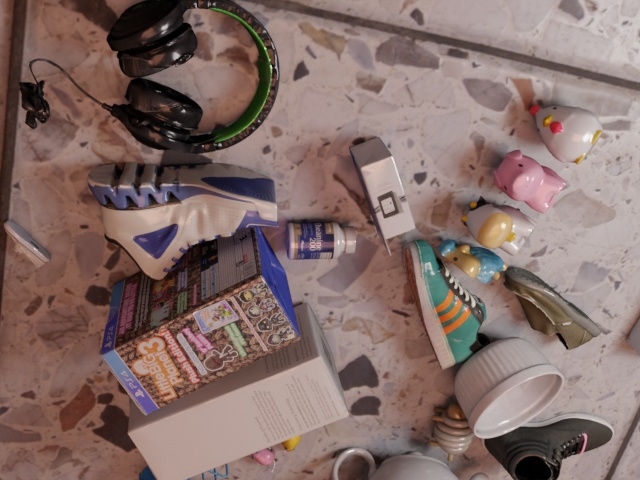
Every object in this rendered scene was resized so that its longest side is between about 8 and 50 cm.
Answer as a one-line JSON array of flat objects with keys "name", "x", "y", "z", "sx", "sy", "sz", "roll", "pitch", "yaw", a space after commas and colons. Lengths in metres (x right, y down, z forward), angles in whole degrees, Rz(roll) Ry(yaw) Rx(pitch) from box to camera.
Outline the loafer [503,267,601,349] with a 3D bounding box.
[{"name": "loafer", "x": 0.440, "y": 0.142, "z": 1.553, "sx": 0.251, "sy": 0.094, "sz": 0.087, "roll": 35, "pitch": 102, "yaw": -22}]

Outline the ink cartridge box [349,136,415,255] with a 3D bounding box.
[{"name": "ink cartridge box", "x": 0.112, "y": -0.076, "z": 1.390, "sx": 0.060, "sy": 0.104, "sz": 0.180, "roll": -21, "pitch": 118, "yaw": 0}]

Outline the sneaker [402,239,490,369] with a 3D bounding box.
[{"name": "sneaker", "x": 0.240, "y": 0.108, "z": 1.505, "sx": 0.121, "sy": 0.108, "sz": 0.302, "roll": -22, "pitch": 125, "yaw": 1}]

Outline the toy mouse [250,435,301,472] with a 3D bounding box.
[{"name": "toy mouse", "x": -0.113, "y": 0.411, "z": 1.631, "sx": 0.143, "sy": 0.031, "sz": 0.161, "roll": 10, "pitch": 114, "yaw": -14}]

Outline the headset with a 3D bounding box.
[{"name": "headset", "x": -0.247, "y": -0.239, "z": 1.210, "sx": 0.393, "sy": 0.185, "sz": 0.244, "roll": -8, "pitch": 117, "yaw": -18}]

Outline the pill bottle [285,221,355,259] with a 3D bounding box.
[{"name": "pill bottle", "x": 0.000, "y": 0.000, "z": 1.430, "sx": 0.120, "sy": 0.067, "sz": 0.067, "roll": -2, "pitch": 116, "yaw": -8}]

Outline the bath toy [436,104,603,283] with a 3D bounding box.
[{"name": "bath toy", "x": 0.351, "y": -0.093, "z": 1.414, "sx": 0.129, "sy": 0.151, "sz": 0.348, "roll": 37, "pitch": 108, "yaw": 14}]

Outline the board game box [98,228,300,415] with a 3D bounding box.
[{"name": "board game box", "x": -0.204, "y": 0.121, "z": 1.364, "sx": 0.290, "sy": 0.232, "sz": 0.141, "roll": -26, "pitch": 117, "yaw": 5}]

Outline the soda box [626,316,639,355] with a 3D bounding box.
[{"name": "soda box", "x": 0.710, "y": 0.139, "z": 1.609, "sx": 0.073, "sy": 0.069, "sz": 0.216, "roll": 16, "pitch": 112, "yaw": -16}]

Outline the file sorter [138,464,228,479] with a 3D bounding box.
[{"name": "file sorter", "x": -0.273, "y": 0.471, "z": 1.589, "sx": 0.104, "sy": 0.118, "sz": 0.170, "roll": 30, "pitch": 108, "yaw": -25}]

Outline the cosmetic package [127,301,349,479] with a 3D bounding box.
[{"name": "cosmetic package", "x": -0.154, "y": 0.278, "z": 1.470, "sx": 0.365, "sy": 0.197, "sz": 0.155, "roll": -22, "pitch": 118, "yaw": 4}]

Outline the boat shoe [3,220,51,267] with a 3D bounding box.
[{"name": "boat shoe", "x": -0.511, "y": 0.009, "z": 1.373, "sx": 0.035, "sy": 0.035, "sz": 0.100, "roll": -37, "pitch": 122, "yaw": 6}]

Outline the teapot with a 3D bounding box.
[{"name": "teapot", "x": 0.189, "y": 0.524, "z": 1.652, "sx": 0.252, "sy": 0.187, "sz": 0.256, "roll": -21, "pitch": 132, "yaw": 26}]

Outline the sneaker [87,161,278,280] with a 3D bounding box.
[{"name": "sneaker", "x": -0.229, "y": -0.029, "z": 1.360, "sx": 0.315, "sy": 0.127, "sz": 0.182, "roll": 4, "pitch": 119, "yaw": -3}]

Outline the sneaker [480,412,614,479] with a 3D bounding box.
[{"name": "sneaker", "x": 0.500, "y": 0.448, "z": 1.682, "sx": 0.295, "sy": 0.147, "sz": 0.105, "roll": -1, "pitch": 114, "yaw": -10}]

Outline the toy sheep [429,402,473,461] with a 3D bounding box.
[{"name": "toy sheep", "x": 0.273, "y": 0.396, "z": 1.657, "sx": 0.091, "sy": 0.091, "sz": 0.132, "roll": 0, "pitch": 110, "yaw": -9}]

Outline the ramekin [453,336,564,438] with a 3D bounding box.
[{"name": "ramekin", "x": 0.360, "y": 0.282, "z": 1.566, "sx": 0.207, "sy": 0.109, "sz": 0.207, "roll": -19, "pitch": 142, "yaw": -16}]
